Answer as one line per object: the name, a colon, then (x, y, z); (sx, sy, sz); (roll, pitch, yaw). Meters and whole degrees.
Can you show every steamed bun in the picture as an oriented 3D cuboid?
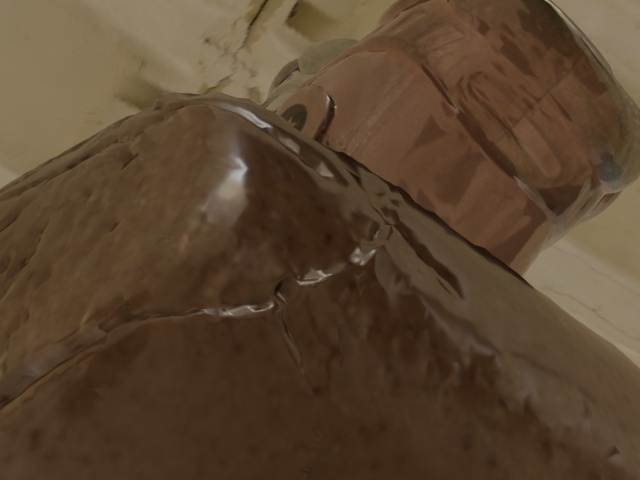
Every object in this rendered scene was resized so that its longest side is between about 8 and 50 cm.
steamed bun: (-0.052, 0.118, 0.415); (0.251, 0.199, 0.301); (32, -48, -21)

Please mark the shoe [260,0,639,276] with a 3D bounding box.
shoe: (-0.002, -0.002, 0.656); (0.172, 0.351, 0.198); (46, -113, 0)
